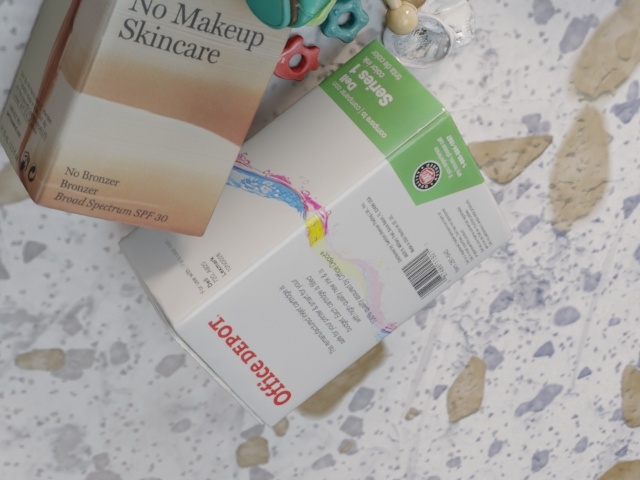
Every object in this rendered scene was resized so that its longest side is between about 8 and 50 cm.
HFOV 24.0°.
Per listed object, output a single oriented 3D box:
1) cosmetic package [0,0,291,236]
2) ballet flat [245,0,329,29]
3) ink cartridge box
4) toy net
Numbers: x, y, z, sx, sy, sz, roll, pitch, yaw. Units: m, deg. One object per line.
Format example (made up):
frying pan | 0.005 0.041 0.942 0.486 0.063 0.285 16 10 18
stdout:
cosmetic package | -0.114 -0.167 1.118 0.153 0.129 0.296 10 113 -32
ballet flat | -0.019 -0.246 0.967 0.087 0.083 0.247 -41 150 -23
ink cartridge box | 0.000 0.000 1.267 0.278 0.117 0.201 -38 142 -1
toy net | 0.037 -0.174 1.246 0.232 0.045 0.122 9 114 -32
